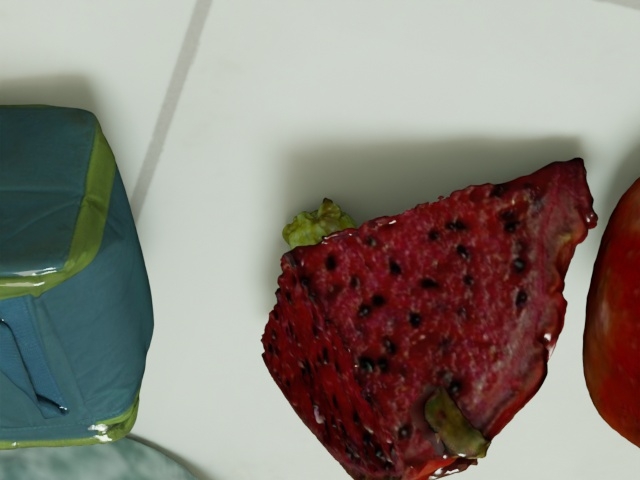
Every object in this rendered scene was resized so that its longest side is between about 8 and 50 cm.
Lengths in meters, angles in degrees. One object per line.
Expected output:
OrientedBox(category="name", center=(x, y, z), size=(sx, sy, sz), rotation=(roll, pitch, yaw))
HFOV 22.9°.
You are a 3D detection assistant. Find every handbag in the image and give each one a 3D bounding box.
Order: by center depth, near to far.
OrientedBox(category="handbag", center=(-0.276, 0.032, 1.311), size=(0.263, 0.222, 0.241), rotation=(-3, 141, 2))

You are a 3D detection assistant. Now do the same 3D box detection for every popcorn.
OrientedBox(category="popcorn", center=(-0.003, 0.000, 1.405), size=(0.059, 0.068, 0.083), rotation=(45, 161, -12))

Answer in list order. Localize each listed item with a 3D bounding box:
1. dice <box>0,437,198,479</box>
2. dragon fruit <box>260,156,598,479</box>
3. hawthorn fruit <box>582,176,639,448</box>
OrientedBox(category="dice", center=(-0.295, 0.406, 1.616), size=(0.328, 0.330, 0.348), rotation=(26, 131, -25))
OrientedBox(category="dragon fruit", center=(0.105, 0.043, 1.322), size=(0.330, 0.302, 0.240), rotation=(-39, 133, -3))
OrientedBox(category="hawthorn fruit", center=(0.341, 0.073, 1.322), size=(0.265, 0.307, 0.265), rotation=(31, 168, 7))
